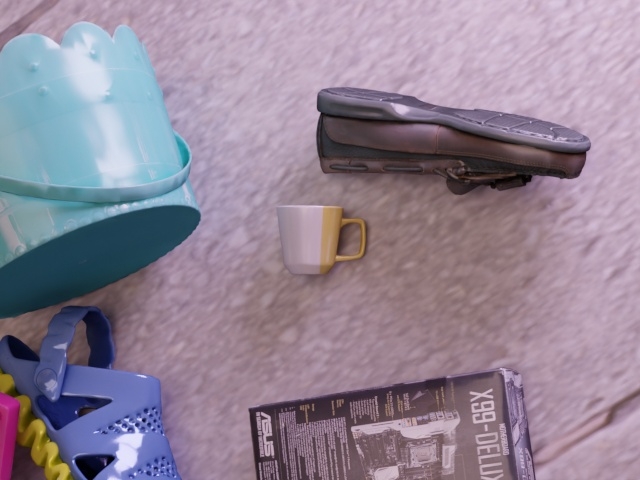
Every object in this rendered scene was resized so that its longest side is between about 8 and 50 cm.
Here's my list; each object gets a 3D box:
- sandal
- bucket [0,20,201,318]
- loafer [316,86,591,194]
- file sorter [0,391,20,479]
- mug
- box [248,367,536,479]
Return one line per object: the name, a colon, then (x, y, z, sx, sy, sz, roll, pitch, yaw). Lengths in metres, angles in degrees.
sandal: (-0.198, 0.176, 1.567, 0.138, 0.126, 0.317, -47, 70, 2)
bucket: (-0.253, -0.058, 1.552, 0.281, 0.281, 0.183, -28, 78, 13)
loafer: (0.116, -0.080, 1.522, 0.267, 0.096, 0.084, 14, 105, 28)
file sorter: (-0.426, 0.266, 1.539, 0.202, 0.182, 0.290, 21, 115, 22)
mug: (-0.004, 0.000, 1.558, 0.078, 0.062, 0.064, 1, 89, 27)
box: (0.074, 0.279, 1.470, 0.242, 0.076, 0.307, -11, 77, 18)
